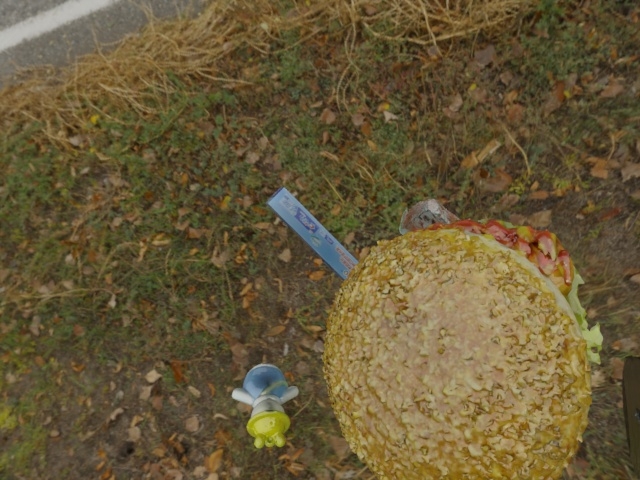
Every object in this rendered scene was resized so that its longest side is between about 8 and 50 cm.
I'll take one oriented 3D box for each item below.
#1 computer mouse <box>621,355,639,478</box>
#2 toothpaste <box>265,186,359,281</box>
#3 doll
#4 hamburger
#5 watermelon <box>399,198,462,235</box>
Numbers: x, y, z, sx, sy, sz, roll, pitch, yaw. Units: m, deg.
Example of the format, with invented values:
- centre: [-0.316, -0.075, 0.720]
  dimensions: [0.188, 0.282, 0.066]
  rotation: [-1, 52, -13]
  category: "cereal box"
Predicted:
- centre: [0.467, 0.241, 0.598]
  dimensions: [0.087, 0.295, 0.168]
  rotation: [-3, 73, 28]
  category: "computer mouse"
- centre: [0.000, 0.000, 0.939]
  dimensions: [0.272, 0.066, 0.053]
  rotation: [45, 83, -10]
  category: "toothpaste"
- centre: [-0.124, 0.369, 1.028]
  dimensions: [0.098, 0.135, 0.241]
  rotation: [-50, 23, 13]
  category: "doll"
- centre: [0.128, 0.120, 0.467]
  dimensions: [0.276, 0.179, 0.294]
  rotation: [6, 82, 41]
  category: "hamburger"
- centre: [0.250, -0.040, 0.931]
  dimensions: [0.187, 0.139, 0.071]
  rotation: [21, 67, 30]
  category: "watermelon"
